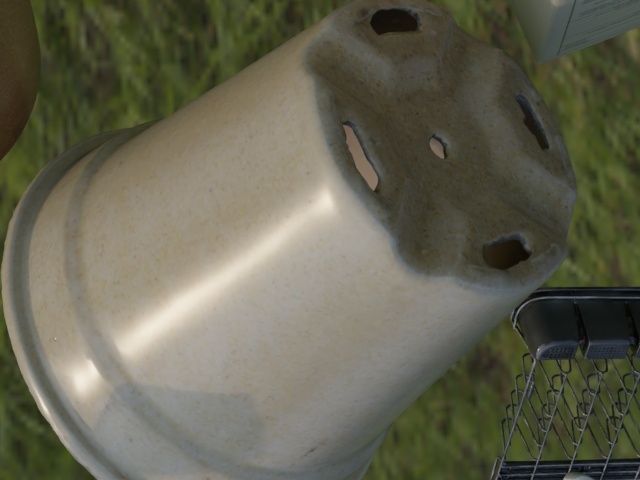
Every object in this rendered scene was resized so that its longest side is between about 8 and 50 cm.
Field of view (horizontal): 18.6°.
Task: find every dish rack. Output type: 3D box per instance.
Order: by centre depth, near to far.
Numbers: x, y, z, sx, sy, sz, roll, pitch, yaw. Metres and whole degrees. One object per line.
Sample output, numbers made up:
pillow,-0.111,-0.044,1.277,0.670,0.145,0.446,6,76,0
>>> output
dish rack,0.273,0.163,1.924,0.208,0.074,0.271,1,134,-10

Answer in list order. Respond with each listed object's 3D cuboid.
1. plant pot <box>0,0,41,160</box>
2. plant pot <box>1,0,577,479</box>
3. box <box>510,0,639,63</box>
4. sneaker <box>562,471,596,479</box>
plant pot,-0.295,-0.172,1.230,0.237,0.237,0.254,-1,158,-9
plant pot,0.000,0.000,1.350,0.334,0.333,0.305,16,145,-33
box,0.190,-0.220,1.247,0.148,0.121,0.311,-22,173,-1
sneaker,0.258,0.288,1.825,0.061,0.152,0.054,-34,-163,-34
